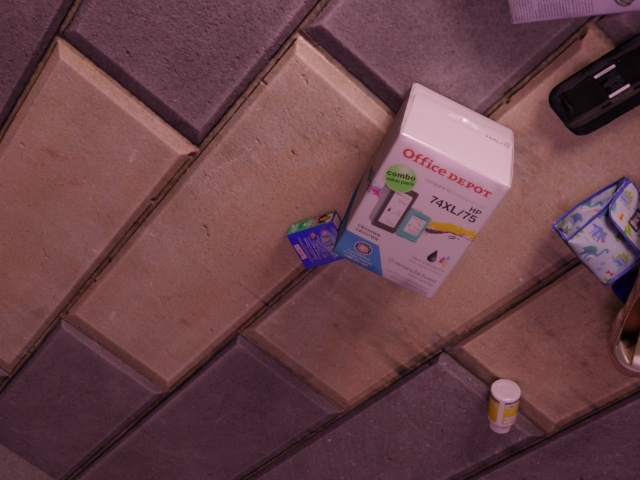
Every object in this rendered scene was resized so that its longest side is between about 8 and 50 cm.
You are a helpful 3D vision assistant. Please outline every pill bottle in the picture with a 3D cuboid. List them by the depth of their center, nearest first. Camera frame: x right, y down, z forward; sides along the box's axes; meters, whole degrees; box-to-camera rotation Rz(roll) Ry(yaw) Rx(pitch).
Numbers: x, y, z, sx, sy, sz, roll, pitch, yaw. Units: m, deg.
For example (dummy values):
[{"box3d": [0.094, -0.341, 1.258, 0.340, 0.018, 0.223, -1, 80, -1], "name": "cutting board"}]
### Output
[{"box3d": [0.397, 0.364, 1.616, 0.065, 0.065, 0.116, 7, 126, 12], "name": "pill bottle"}]

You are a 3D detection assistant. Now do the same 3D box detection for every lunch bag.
[{"box3d": [0.510, -0.018, 1.294, 0.151, 0.096, 0.129, -41, 108, 11], "name": "lunch bag"}]

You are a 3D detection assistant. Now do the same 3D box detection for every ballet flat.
[{"box3d": [0.571, 0.160, 1.308, 0.107, 0.106, 0.316, 8, 131, 18], "name": "ballet flat"}]

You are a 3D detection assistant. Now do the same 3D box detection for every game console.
[{"box3d": [0.513, -0.293, 1.124, 0.361, 0.044, 0.213, -32, 109, 32], "name": "game console"}]

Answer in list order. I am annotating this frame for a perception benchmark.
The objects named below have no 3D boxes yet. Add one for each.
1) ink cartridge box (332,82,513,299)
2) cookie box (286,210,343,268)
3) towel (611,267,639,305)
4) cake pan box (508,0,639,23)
[{"box3d": [0.177, -0.085, 1.275, 0.198, 0.197, 0.270, 26, 128, -3], "name": "ink cartridge box"}, {"box3d": [0.000, 0.000, 1.489, 0.107, 0.040, 0.092, -16, 119, 26], "name": "cookie box"}, {"box3d": [0.711, 0.083, 1.313, 0.227, 0.076, 0.308, 37, 127, -12], "name": "towel"}, {"box3d": [0.362, -0.435, 1.003, 0.245, 0.070, 0.267, 1, 131, 32], "name": "cake pan box"}]
